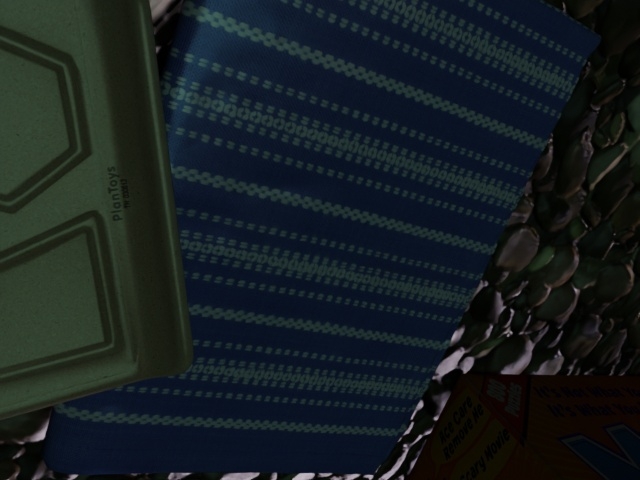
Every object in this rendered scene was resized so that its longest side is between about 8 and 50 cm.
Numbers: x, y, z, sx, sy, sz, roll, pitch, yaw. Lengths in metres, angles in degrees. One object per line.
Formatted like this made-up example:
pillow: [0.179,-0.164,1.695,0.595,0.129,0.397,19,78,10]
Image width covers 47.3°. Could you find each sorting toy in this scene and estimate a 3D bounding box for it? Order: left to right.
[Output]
sorting toy: [-0.166,-0.007,0.300,0.208,0.038,0.192,-11,114,-19]

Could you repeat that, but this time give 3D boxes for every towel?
towel: [0.000,0.000,0.421,0.243,0.040,0.335,11,111,-33]

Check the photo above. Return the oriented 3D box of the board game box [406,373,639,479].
board game box: [0.269,0.357,0.587,0.357,0.356,0.356,7,115,-34]
